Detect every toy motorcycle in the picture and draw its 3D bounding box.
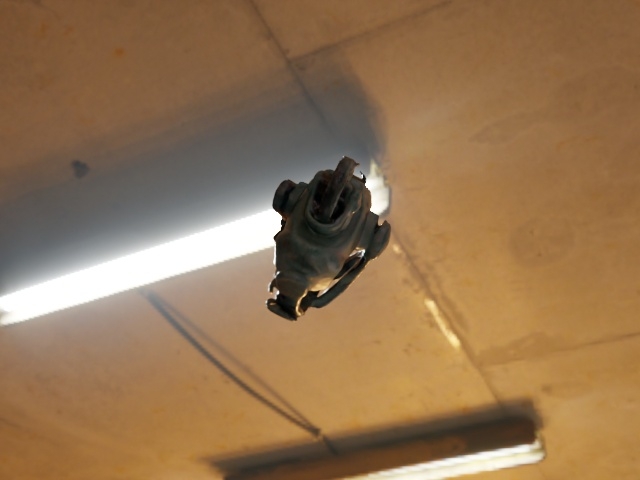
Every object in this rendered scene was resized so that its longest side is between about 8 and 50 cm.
[{"bbox_3d":[0.000,0.000,1.038,0.154,0.206,0.260,26,2,5],"label":"toy motorcycle"}]
